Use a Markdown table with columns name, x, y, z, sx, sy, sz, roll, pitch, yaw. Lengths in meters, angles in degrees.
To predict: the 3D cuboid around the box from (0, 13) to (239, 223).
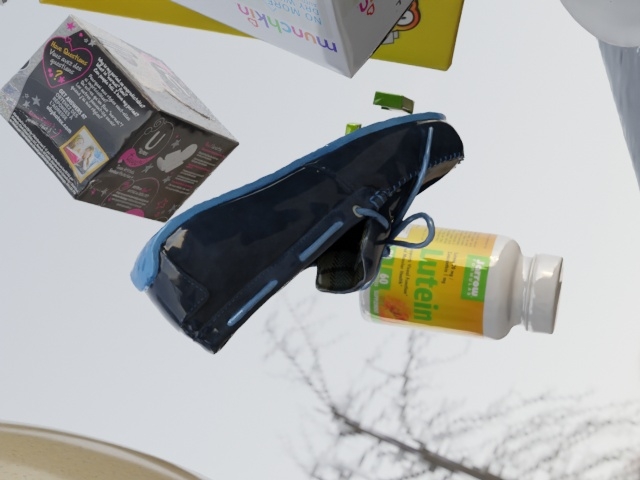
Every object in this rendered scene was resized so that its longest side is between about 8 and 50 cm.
| name | x | y | z | sx | sy | sz | roll | pitch | yaw |
| --- | --- | --- | --- | --- | --- | --- | --- | --- | --- |
| box | -0.226 | -0.135 | 1.589 | 0.142 | 0.163 | 0.247 | -45 | -16 | 8 |

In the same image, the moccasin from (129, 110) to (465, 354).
| name | x | y | z | sx | sy | sz | roll | pitch | yaw |
| --- | --- | --- | --- | --- | --- | --- | --- | --- | --- |
| moccasin | 0.000 | 0.000 | 1.167 | 0.342 | 0.117 | 0.137 | -28 | -15 | -31 |

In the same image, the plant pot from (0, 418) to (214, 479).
| name | x | y | z | sx | sy | sz | roll | pitch | yaw |
| --- | --- | --- | --- | --- | --- | --- | --- | --- | --- |
| plant pot | -0.181 | 0.180 | 0.555 | 0.284 | 0.191 | 0.284 | -51 | 15 | 20 |

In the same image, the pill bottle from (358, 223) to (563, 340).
| name | x | y | z | sx | sy | sz | roll | pitch | yaw |
| --- | --- | --- | --- | --- | --- | --- | --- | --- | --- |
| pill bottle | 0.182 | 0.054 | 1.789 | 0.136 | 0.246 | 0.136 | 7 | -90 | -76 |

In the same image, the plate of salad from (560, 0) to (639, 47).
| name | x | y | z | sx | sy | sz | roll | pitch | yaw |
| --- | --- | --- | --- | --- | --- | --- | --- | --- | --- |
| plate of salad | 0.184 | -0.225 | 0.923 | 0.048 | 0.200 | 0.200 | -14 | -49 | -22 |

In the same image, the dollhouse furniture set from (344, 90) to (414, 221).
| name | x | y | z | sx | sy | sz | roll | pitch | yaw |
| --- | --- | --- | --- | --- | --- | --- | --- | --- | --- |
| dollhouse furniture set | 0.065 | -0.088 | 1.550 | 0.058 | 0.076 | 0.151 | 6 | -87 | -75 |

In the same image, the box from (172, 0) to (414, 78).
| name | x | y | z | sx | sy | sz | roll | pitch | yaw |
| --- | --- | --- | --- | --- | --- | --- | --- | --- | --- |
| box | -0.067 | -0.268 | 0.967 | 0.127 | 0.262 | 0.231 | -53 | -26 | -22 |

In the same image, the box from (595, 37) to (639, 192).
| name | x | y | z | sx | sy | sz | roll | pitch | yaw |
| --- | --- | --- | --- | --- | --- | --- | --- | --- | --- |
| box | 0.488 | -0.251 | 1.339 | 0.471 | 0.297 | 0.480 | -90 | 6 | -48 |

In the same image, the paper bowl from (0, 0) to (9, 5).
| name | x | y | z | sx | sy | sz | roll | pitch | yaw |
| --- | --- | --- | --- | --- | --- | --- | --- | --- | --- |
| paper bowl | -0.388 | -0.325 | 1.284 | 0.148 | 0.284 | 0.284 | -47 | -26 | -7 |

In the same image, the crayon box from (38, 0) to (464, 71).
| name | x | y | z | sx | sy | sz | roll | pitch | yaw |
| --- | --- | --- | --- | --- | --- | --- | --- | --- | --- |
| crayon box | -0.039 | -0.328 | 1.169 | 0.106 | 0.363 | 0.313 | -81 | 2 | -61 |
